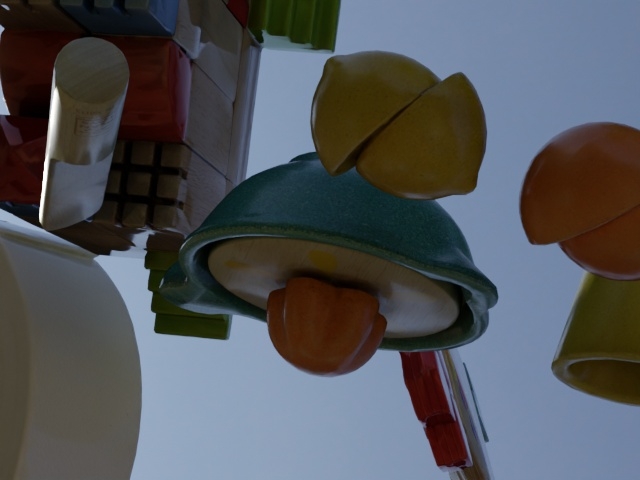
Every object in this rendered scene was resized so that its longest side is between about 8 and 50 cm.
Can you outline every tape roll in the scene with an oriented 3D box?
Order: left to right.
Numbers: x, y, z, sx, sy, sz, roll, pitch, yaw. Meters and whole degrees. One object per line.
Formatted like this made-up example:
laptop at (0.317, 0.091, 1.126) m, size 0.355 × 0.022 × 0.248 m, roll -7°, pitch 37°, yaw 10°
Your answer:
tape roll at (-0.256, 0.123, 1.111) m, size 0.286 × 0.100 × 0.286 m, roll -14°, pitch -111°, yaw 40°

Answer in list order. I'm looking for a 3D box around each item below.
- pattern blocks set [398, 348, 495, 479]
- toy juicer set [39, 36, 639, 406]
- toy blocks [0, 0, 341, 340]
pattern blocks set at (0.075, 0.091, 0.967) m, size 0.026 × 0.285 × 0.325 m, roll -17°, pitch -45°, yaw 6°
toy juicer set at (0.000, 0.000, 0.638) m, size 0.329 × 0.089 × 0.209 m, roll 9°, pitch -21°, yaw 13°
toy blocks at (-0.108, -0.148, 0.904) m, size 0.191 × 0.261 × 0.381 m, roll 5°, pitch -98°, yaw 12°
